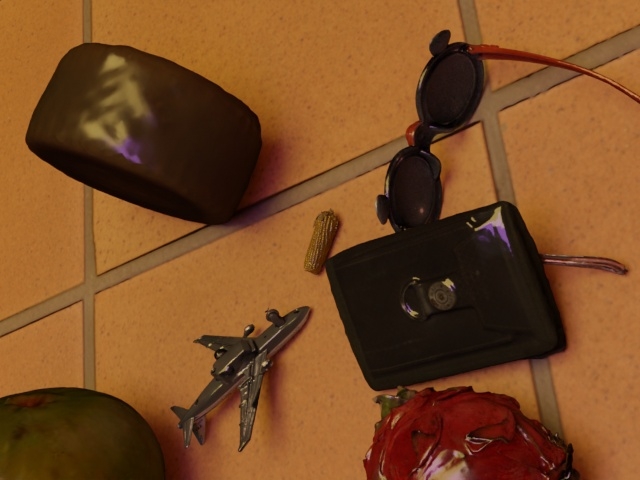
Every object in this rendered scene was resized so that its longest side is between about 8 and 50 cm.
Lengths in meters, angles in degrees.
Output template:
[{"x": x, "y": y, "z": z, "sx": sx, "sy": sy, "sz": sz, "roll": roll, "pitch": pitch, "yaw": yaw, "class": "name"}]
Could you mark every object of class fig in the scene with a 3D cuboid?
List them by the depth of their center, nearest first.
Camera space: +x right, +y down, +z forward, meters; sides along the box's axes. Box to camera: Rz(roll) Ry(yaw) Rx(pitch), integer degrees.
[{"x": -0.332, "y": 0.336, "z": 1.268, "sx": 0.316, "sy": 0.316, "sz": 0.316, "roll": -15, "pitch": 64, "yaw": 34, "class": "fig"}]

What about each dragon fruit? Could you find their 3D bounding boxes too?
[{"x": 0.131, "y": 0.218, "z": 1.002, "sx": 0.209, "sy": 0.172, "sz": 0.172, "roll": 11, "pitch": 80, "yaw": 42, "class": "dragon fruit"}]

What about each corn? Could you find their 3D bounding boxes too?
[{"x": 0.000, "y": 0.000, "z": 1.286, "sx": 0.027, "sy": 0.028, "sz": 0.083, "roll": 8, "pitch": 77, "yaw": 61, "class": "corn"}]

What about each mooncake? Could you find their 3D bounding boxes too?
[{"x": -0.218, "y": -0.135, "z": 1.349, "sx": 0.284, "sy": 0.284, "sz": 0.155, "roll": 12, "pitch": 75, "yaw": 41, "class": "mooncake"}]

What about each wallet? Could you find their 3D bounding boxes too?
[{"x": 0.120, "y": 0.066, "z": 1.107, "sx": 0.245, "sy": 0.052, "sz": 0.168, "roll": -18, "pitch": 97, "yaw": 35, "class": "wallet"}]

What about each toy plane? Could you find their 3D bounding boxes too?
[{"x": -0.098, "y": 0.157, "z": 1.284, "sx": 0.226, "sy": 0.058, "sz": 0.226, "roll": -51, "pitch": 34, "yaw": 11, "class": "toy plane"}]

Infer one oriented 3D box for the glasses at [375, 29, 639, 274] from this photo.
[{"x": 0.203, "y": -0.093, "z": 1.104, "sx": 0.268, "sy": 0.118, "sz": 0.234, "roll": 13, "pitch": 80, "yaw": 41, "class": "glasses"}]
